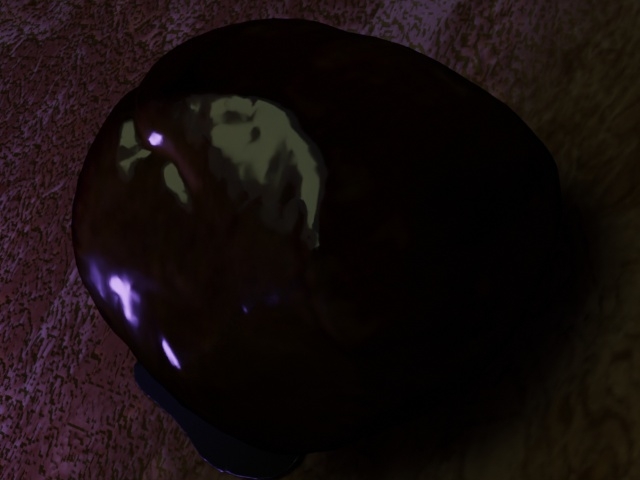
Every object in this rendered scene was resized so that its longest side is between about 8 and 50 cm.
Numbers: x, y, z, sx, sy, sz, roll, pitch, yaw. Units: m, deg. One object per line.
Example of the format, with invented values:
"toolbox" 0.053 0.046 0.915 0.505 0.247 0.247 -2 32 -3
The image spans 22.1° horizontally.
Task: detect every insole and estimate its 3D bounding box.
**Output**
"insole" -0.059 0.090 0.935 0.064 0.004 0.188 -56 35 -4

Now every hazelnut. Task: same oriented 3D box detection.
"hazelnut" 0.000 0.000 0.801 0.234 0.218 0.218 20 76 35
